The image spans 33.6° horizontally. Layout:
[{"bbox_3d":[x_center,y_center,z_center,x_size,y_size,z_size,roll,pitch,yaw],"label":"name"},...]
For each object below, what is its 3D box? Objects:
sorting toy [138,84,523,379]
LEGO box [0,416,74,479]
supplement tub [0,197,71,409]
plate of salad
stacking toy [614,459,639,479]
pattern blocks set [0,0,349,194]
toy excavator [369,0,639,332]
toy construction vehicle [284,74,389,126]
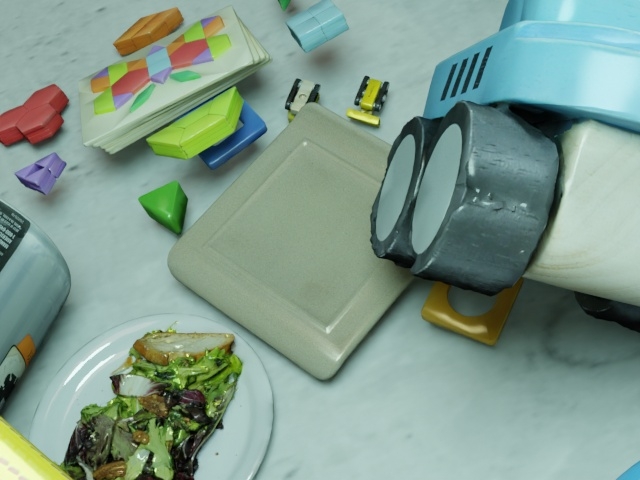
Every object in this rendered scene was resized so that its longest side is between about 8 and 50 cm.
[{"bbox_3d":[0.000,0.000,0.880,0.348,0.047,0.196,33,73,25],"label":"sorting toy"},{"bbox_3d":[-0.189,0.185,0.492,0.500,0.372,0.193,40,70,4],"label":"LEGO box"},{"bbox_3d":[-0.344,0.110,0.798,0.193,0.193,0.316,15,61,22],"label":"supplement tub"},{"bbox_3d":[-0.135,0.138,0.819,0.200,0.048,0.200,-6,55,9],"label":"plate of salad"},{"bbox_3d":[0.262,0.249,0.519,0.175,0.166,0.302,-58,40,8],"label":"stacking toy"},{"bbox_3d":[-0.144,-0.152,0.977,0.325,0.026,0.285,-35,36,-9],"label":"pattern blocks set"},{"bbox_3d":[0.200,-0.172,0.766,0.222,0.433,0.445,16,91,-8],"label":"toy excavator"},{"bbox_3d":[0.010,-0.107,0.965,0.086,0.035,0.098,16,67,10],"label":"toy construction vehicle"}]
